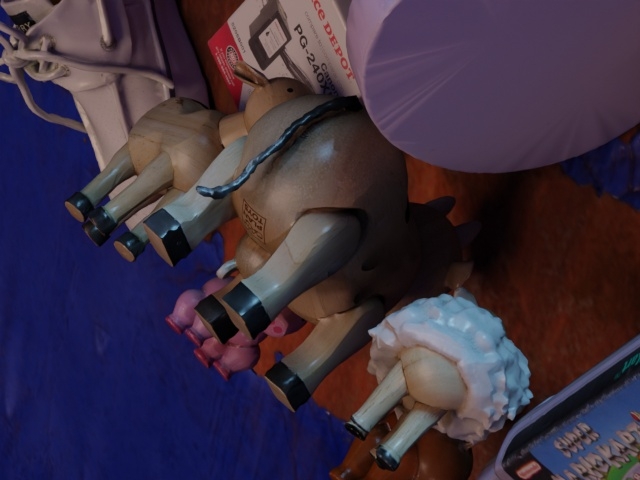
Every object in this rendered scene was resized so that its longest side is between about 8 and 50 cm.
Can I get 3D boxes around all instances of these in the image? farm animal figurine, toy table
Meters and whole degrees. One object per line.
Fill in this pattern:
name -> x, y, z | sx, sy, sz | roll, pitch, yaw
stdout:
farm animal figurine -> 0.000, 0.000, 1.078 | 0.330, 0.172, 0.327 | 44, 169, 13
toy table -> 0.082, -0.155, 0.918 | 0.274, 0.252, 0.161 | 70, -179, -70

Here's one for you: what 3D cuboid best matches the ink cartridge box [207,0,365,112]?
ink cartridge box -> 0.001, -0.124, 1.183 | 0.150, 0.063, 0.109 | -40, 72, 55

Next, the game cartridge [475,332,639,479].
game cartridge -> 0.217, 0.128, 0.808 | 0.230, 0.068, 0.355 | 38, 151, 0

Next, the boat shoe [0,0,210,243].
boat shoe -> -0.190, -0.165, 1.355 | 0.136, 0.156, 0.367 | 7, 109, 54
